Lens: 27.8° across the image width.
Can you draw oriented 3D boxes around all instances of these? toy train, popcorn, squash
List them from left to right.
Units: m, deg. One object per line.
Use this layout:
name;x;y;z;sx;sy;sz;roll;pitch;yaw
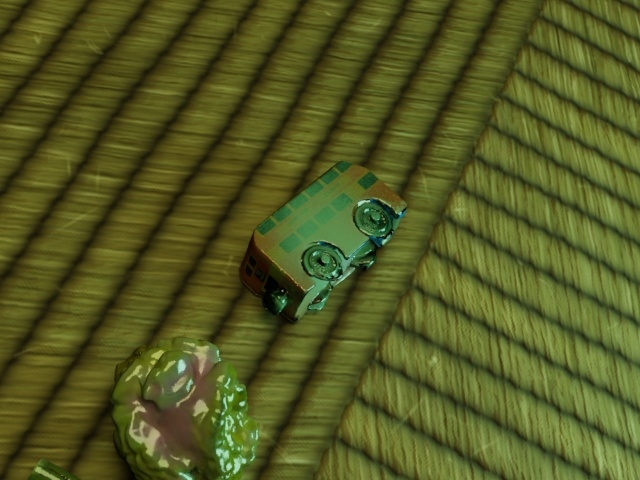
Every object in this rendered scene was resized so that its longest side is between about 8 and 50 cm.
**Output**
squash;-0.211;0.220;1.118;0.083;0.027;0.027;30;55;-1
popcorn;-0.121;0.157;1.133;0.126;0.126;0.145;-45;109;-20
toy train;0.000;0.000;1.297;0.099;0.072;0.188;45;56;10
